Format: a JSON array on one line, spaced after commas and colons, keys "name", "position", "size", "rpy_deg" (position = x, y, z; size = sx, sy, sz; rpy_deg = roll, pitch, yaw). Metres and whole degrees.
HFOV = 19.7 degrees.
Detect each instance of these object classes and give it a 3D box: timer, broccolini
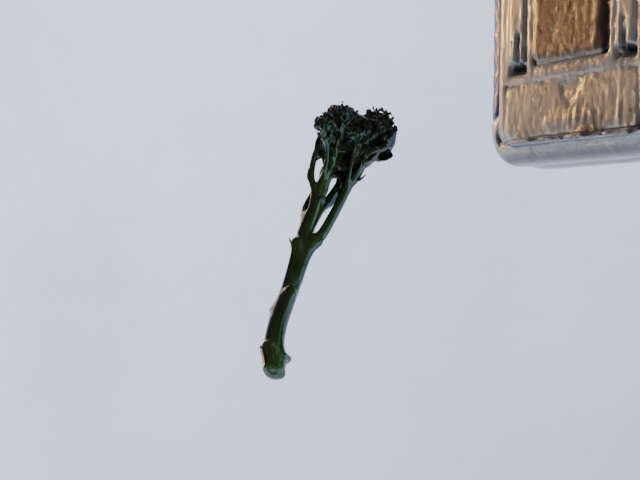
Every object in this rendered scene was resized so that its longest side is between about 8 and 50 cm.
[{"name": "timer", "position": [0.196, -0.141, 1.258], "size": [0.253, 0.078, 0.178], "rpy_deg": [177, -86, -65]}, {"name": "broccolini", "position": [-0.002, 0.002, 1.090], "size": [0.054, 0.052, 0.194], "rpy_deg": [22, -116, -9]}]
